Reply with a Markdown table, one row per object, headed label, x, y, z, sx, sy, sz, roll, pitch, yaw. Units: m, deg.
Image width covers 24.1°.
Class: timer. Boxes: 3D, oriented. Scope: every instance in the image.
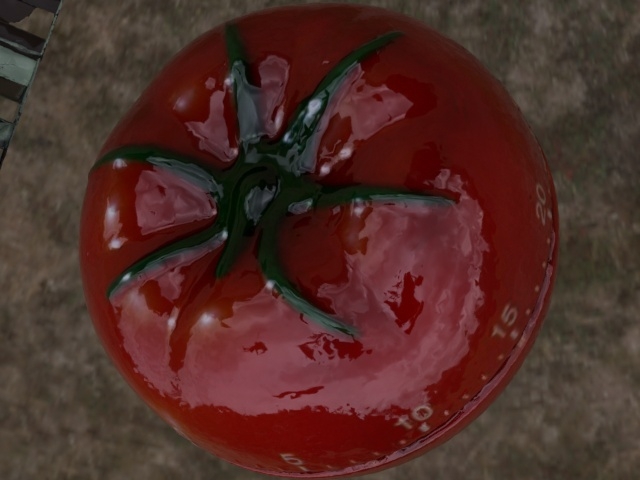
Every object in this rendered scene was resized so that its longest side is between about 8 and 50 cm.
| label | x | y | z | sx | sy | sz | roll | pitch | yaw |
| --- | --- | --- | --- | --- | --- | --- | --- | --- | --- |
| timer | 0.000 | 0.000 | 1.191 | 0.378 | 0.378 | 0.279 | -20 | 152 | 16 |

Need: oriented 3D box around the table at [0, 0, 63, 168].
| label | x | y | z | sx | sy | sz | roll | pitch | yaw |
| --- | --- | --- | --- | --- | --- | --- | --- | --- | --- |
| table | -0.273 | -0.138 | 1.058 | 0.146 | 0.175 | 0.062 | 22 | 164 | -15 |
